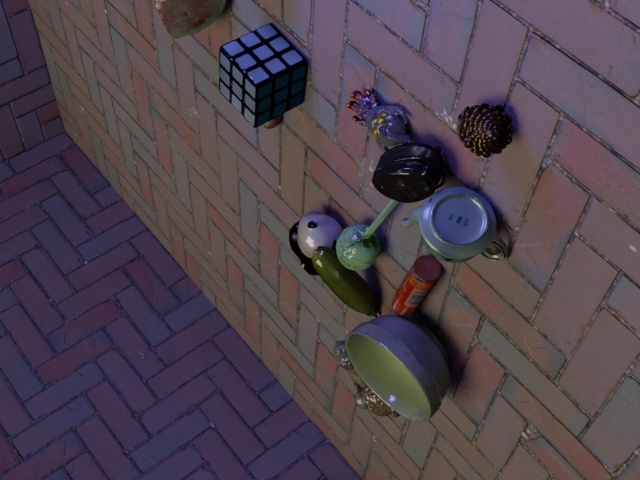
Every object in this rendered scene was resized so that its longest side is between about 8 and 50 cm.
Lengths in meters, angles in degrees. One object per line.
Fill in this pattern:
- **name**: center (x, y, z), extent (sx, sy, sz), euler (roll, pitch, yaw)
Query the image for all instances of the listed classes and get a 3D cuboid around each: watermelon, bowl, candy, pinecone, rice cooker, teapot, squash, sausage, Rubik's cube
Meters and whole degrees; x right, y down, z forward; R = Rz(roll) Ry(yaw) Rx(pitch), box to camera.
- **watermelon**: center (-0.361, -0.659, 2.169), extent (0.318, 0.226, 0.148), euler (-44, 52, 55)
- **bowl**: center (0.224, 0.320, 2.259), extent (0.307, 0.163, 0.307), euler (43, 157, 23)
- **candy**: center (-0.148, -0.354, 2.321), extent (0.103, 0.043, 0.103), euler (41, 152, 28)
- **pinecone**: center (0.299, -0.212, 1.577), extent (0.109, 0.102, 0.102), euler (50, 157, 43)
- **rice cooker**: center (0.188, -0.144, 1.805), extent (0.165, 0.107, 0.112), euler (-16, 134, 39)
- **teapot**: center (0.284, -0.018, 1.786), extent (0.231, 0.159, 0.159), euler (22, 148, 8)
- **squash**: center (0.084, 0.129, 2.332), extent (0.094, 0.094, 0.341), euler (27, 164, 49)
- **sausage**: center (0.233, 0.125, 2.138), extent (0.074, 0.074, 0.274), euler (51, 156, 16)
- **candy**: center (0.145, -0.055, 2.079), extent (0.119, 0.119, 0.440), euler (52, 148, 12)
- **Rubik's cube**: center (-0.145, -0.407, 2.103), extent (0.163, 0.162, 0.161), euler (47, 155, 21)

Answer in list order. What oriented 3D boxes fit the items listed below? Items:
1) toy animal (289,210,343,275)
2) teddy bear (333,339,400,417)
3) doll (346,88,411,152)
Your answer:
- **toy animal**: center (0.000, 0.000, 2.374), extent (0.166, 0.138, 0.179), euler (39, 149, -6)
- **teddy bear**: center (0.149, 0.403, 2.545), extent (0.236, 0.151, 0.267), euler (-117, 5, -73)
- **doll**: center (0.133, -0.262, 1.868), extent (0.194, 0.062, 0.104), euler (45, 110, 29)
